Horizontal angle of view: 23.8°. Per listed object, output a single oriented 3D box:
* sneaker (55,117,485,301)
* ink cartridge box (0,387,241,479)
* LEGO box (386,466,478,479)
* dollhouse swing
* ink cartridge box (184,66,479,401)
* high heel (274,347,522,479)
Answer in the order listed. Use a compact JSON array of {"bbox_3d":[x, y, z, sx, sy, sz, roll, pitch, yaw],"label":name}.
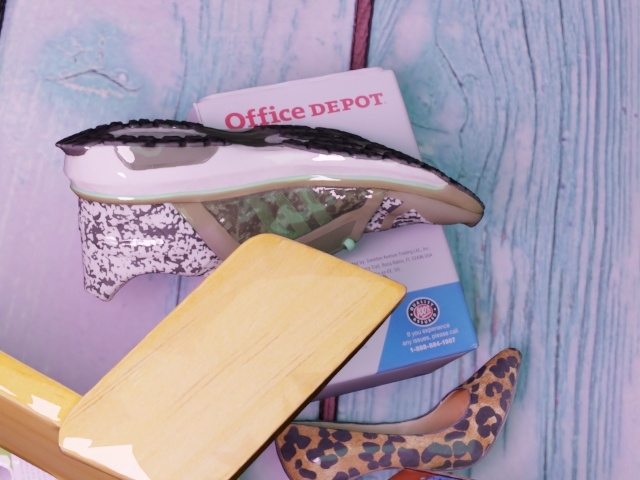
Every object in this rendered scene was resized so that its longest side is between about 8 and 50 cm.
[{"bbox_3d":[-0.048,-0.011,1.424,0.410,0.158,0.182,3,104,-16],"label":"sneaker"},{"bbox_3d":[-0.205,0.237,1.424,0.255,0.097,0.189,-9,76,-11],"label":"ink cartridge box"},{"bbox_3d":[0.054,0.506,1.302,0.372,0.193,0.500,-25,100,-25],"label":"LEGO box"},{"bbox_3d":[-0.161,0.074,1.245,0.305,0.347,0.315,43,73,5],"label":"dollhouse swing"},{"bbox_3d":[0.000,0.000,1.553,0.223,0.129,0.308,-12,78,-21],"label":"ink cartridge box"},{"bbox_3d":[0.082,0.169,1.545,0.186,0.093,0.261,42,73,-10],"label":"high heel"}]
